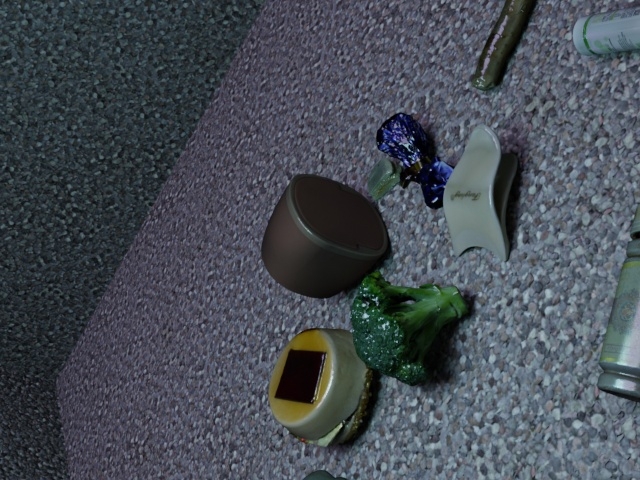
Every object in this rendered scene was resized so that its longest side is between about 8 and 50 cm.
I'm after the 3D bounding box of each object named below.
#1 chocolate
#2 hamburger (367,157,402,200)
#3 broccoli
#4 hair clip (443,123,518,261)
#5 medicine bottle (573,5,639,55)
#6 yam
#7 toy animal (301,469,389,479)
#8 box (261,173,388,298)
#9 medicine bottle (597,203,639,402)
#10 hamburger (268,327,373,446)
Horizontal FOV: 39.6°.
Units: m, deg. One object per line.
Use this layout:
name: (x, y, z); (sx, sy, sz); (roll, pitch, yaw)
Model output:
chocolate: (0.255, -0.174, 2.179); (0.148, 0.126, 0.343); (-48, 42, 16)
hamburger: (0.163, -0.171, 2.367); (0.121, 0.054, 0.084); (-50, 37, 40)
broccoli: (0.200, 0.193, 1.961); (0.269, 0.269, 0.254); (-52, 39, 25)
hair clip: (0.357, -0.107, 1.972); (0.172, 0.113, 0.282); (8, 79, 58)
medicine bottle: (0.610, -0.425, 1.803); (0.183, 0.086, 0.086); (9, 79, 58)
yam: (0.445, -0.505, 2.121); (0.067, 0.071, 0.317); (25, 93, 22)
toy animal: (0.063, 0.590, 2.009); (0.251, 0.125, 0.127); (-8, 37, 37)
box: (0.000, 0.000, 2.305); (0.216, 0.301, 0.301); (-55, 33, 35)
medicine bottle: (0.567, 0.109, 1.482); (0.151, 0.151, 0.323); (4, 75, 57)
hamburger: (0.007, 0.354, 2.180); (0.302, 0.170, 0.302); (-33, 44, 38)
